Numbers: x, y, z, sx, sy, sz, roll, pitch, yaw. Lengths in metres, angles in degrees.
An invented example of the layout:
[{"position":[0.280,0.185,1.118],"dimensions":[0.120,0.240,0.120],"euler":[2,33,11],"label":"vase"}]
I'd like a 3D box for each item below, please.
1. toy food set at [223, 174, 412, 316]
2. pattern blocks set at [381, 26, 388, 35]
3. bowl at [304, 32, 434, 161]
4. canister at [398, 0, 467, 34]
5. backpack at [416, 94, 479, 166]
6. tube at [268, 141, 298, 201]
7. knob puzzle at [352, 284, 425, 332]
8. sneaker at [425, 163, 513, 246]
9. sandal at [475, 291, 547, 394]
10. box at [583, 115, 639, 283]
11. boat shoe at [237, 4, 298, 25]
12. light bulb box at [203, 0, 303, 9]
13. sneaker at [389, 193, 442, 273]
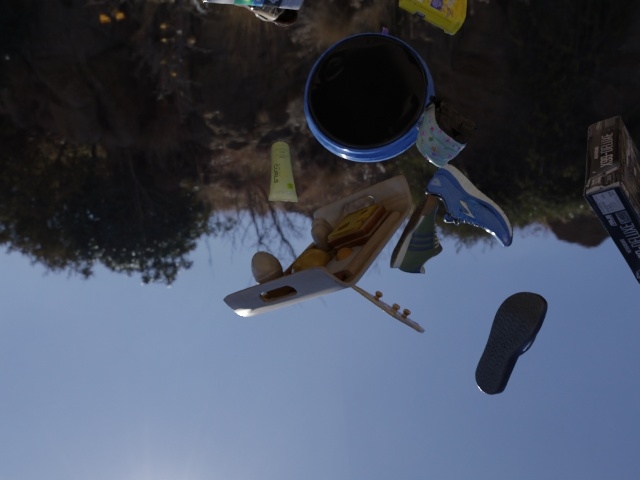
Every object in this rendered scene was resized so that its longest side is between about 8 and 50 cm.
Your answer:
[{"position":[0.000,0.000,1.054],"dimensions":[0.220,0.092,0.306],"euler":[-21,-162,40],"label":"toy food set"},{"position":[0.172,-0.555,2.157],"dimensions":[0.026,0.324,0.285],"euler":[12,-131,-4],"label":"pattern blocks set"},{"position":[0.140,-0.428,1.903],"dimensions":[0.391,0.391,0.077],"euler":[-1,171,10],"label":"bowl"},{"position":[0.301,-0.641,1.731],"dimensions":[0.170,0.073,0.126],"euler":[22,-125,-15],"label":"canister"},{"position":[0.316,-0.273,1.647],"dimensions":[0.152,0.115,0.182],"euler":[29,-145,-6],"label":"backpack"},{"position":[-0.122,-0.214,2.061],"dimensions":[0.070,0.062,0.240],"euler":[-24,-132,22],"label":"tube"},{"position":[0.181,0.164,1.546],"dimensions":[0.213,0.030,0.213],"euler":[32,180,0],"label":"knob puzzle"},{"position":[0.467,-0.087,2.041],"dimensions":[0.330,0.147,0.130],"euler":[44,180,16],"label":"sneaker"},{"position":[0.397,0.208,1.345],"dimensions":[0.055,0.254,0.097],"euler":[0,-146,-32],"label":"sandal"},{"position":[0.701,-0.091,1.462],"dimensions":[0.077,0.307,0.242],"euler":[-19,-143,39],"label":"box"},{"position":[-0.148,-0.668,1.763],"dimensions":[0.116,0.123,0.324],"euler":[30,-164,15],"label":"boat shoe"},{"position":[-0.128,-0.695,1.203],"dimensions":[0.225,0.358,0.361],"euler":[-8,-118,-33],"label":"light bulb box"},{"position":[0.220,-0.006,1.351],"dimensions":[0.086,0.192,0.064],"euler":[20,-148,-7],"label":"sneaker"}]
